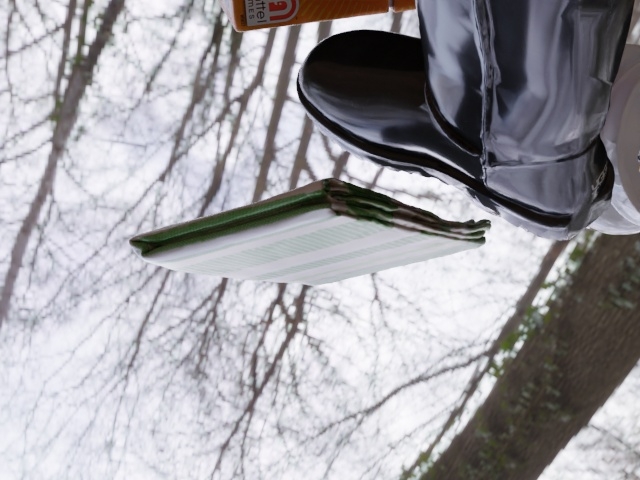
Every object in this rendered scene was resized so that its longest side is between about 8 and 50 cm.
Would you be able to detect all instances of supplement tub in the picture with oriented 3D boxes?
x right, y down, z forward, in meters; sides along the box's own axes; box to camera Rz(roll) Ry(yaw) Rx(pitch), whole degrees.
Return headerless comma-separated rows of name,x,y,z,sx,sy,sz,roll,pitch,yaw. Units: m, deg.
supplement tub,0.343,-0.135,1.459,0.241,0.241,0.331,-13,-167,-28

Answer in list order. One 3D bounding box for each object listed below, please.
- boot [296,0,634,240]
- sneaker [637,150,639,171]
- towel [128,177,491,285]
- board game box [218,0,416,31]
boot,0.097,-0.213,0.970,0.367,0.445,0.146,26,-109,24
sneaker,0.373,-0.099,1.126,0.092,0.225,0.088,-18,-152,-12
towel,0.000,0.000,1.122,0.325,0.248,0.038,8,-110,-56
board game box,0.025,-0.489,1.294,0.356,0.356,0.356,-10,-148,-11
